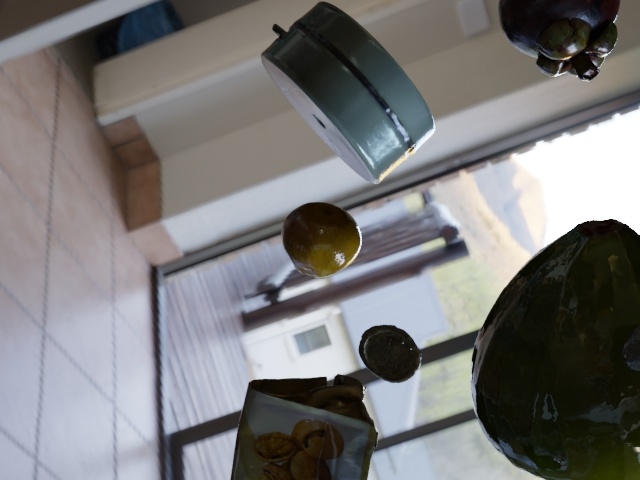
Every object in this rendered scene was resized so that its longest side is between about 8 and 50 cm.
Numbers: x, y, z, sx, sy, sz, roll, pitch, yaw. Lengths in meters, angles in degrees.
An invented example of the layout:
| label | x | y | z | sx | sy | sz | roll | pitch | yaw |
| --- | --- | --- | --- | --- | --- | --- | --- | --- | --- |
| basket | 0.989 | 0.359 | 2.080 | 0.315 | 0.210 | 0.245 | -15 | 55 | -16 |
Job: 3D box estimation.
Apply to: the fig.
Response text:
| label | x | y | z | sx | sy | sz | roll | pitch | yaw |
| --- | --- | --- | --- | --- | --- | --- | --- | --- | --- |
| fig | 0.328 | 0.128 | 1.111 | 0.316 | 0.316 | 0.316 | -20 | 90 | -85 |

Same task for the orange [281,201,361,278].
| label | x | y | z | sx | sy | sz | roll | pitch | yaw |
| --- | --- | --- | --- | --- | --- | --- | --- | --- | --- |
| orange | 0.000 | 0.000 | 1.753 | 0.154 | 0.155 | 0.134 | -100 | -157 | -61 |

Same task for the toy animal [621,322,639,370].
| label | x | y | z | sx | sy | sz | roll | pitch | yaw |
| --- | --- | --- | --- | --- | --- | --- | --- | --- | --- |
| toy animal | 0.397 | 0.054 | 0.856 | 0.079 | 0.253 | 0.070 | 60 | 8 | -52 |

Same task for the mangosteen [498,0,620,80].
| label | x | y | z | sx | sy | sz | roll | pitch | yaw |
| --- | --- | --- | --- | --- | --- | --- | --- | --- | --- |
| mangosteen | 0.346 | -0.315 | 1.311 | 0.200 | 0.200 | 0.199 | -20 | 90 | -85 |

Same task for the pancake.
| label | x | y | z | sx | sy | sz | roll | pitch | yaw |
| --- | --- | --- | --- | --- | --- | --- | --- | --- | --- |
| pancake | 0.115 | 0.188 | 1.536 | 0.011 | 0.115 | 0.115 | -35 | 107 | -58 |

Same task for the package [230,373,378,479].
| label | x | y | z | sx | sy | sz | roll | pitch | yaw |
| --- | --- | --- | --- | --- | --- | --- | --- | --- | --- |
| package | -0.019 | 0.371 | 1.455 | 0.165 | 0.221 | 0.311 | -33 | 133 | -71 |

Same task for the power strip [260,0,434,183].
| label | x | y | z | sx | sy | sz | roll | pitch | yaw |
| --- | --- | --- | --- | --- | --- | --- | --- | --- | --- |
| power strip | 0.046 | -0.287 | 1.751 | 0.357 | 0.161 | 0.357 | 47 | -2 | 2 |
